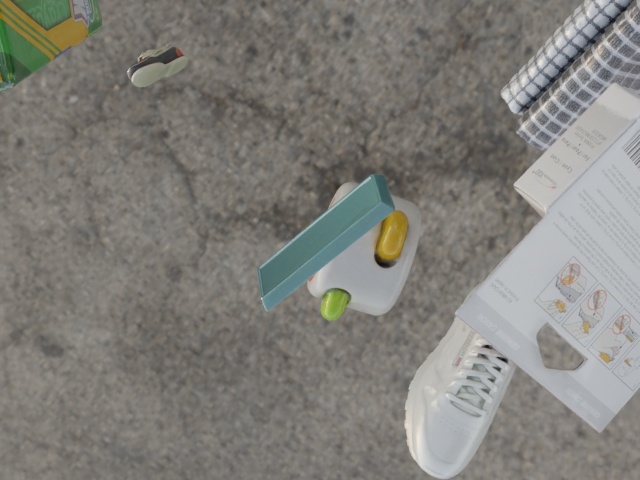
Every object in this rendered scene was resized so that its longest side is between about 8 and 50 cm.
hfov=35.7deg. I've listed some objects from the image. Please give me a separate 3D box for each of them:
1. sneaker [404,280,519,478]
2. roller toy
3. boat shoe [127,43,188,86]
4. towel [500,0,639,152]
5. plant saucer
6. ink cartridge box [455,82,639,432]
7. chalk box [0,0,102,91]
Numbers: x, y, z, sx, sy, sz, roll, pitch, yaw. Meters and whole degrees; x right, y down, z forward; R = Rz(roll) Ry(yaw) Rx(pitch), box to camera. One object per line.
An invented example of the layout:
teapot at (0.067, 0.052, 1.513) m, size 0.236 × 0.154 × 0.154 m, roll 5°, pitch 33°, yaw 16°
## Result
sneaker at (0.158, 0.127, 1.008) m, size 0.090 × 0.235 × 0.095 m, roll 27°, pitch 158°, yaw -6°
roller toy at (0.074, 0.013, 1.559) m, size 0.146 × 0.191 × 0.209 m, roll 18°, pitch 119°, yaw -6°
boat shoe at (-0.257, -0.273, 1.534) m, size 0.043 × 0.137 × 0.049 m, roll 46°, pitch 125°, yaw 4°
towel at (0.395, -0.194, 1.186) m, size 0.283 × 0.121 × 0.235 m, roll 4°, pitch 142°, yaw -33°
plant saucer at (0.000, 0.000, 1.097) m, size 0.192 × 0.067 × 0.018 m, roll -40°, pitch 124°, yaw 21°
ink cartridge box at (0.288, 0.029, 1.004) m, size 0.261 × 0.066 × 0.296 m, roll -47°, pitch 127°, yaw 6°
chalk box at (-0.269, -0.206, 0.688) m, size 0.179 × 0.289 × 0.180 m, roll -9°, pitch 112°, yaw 6°
